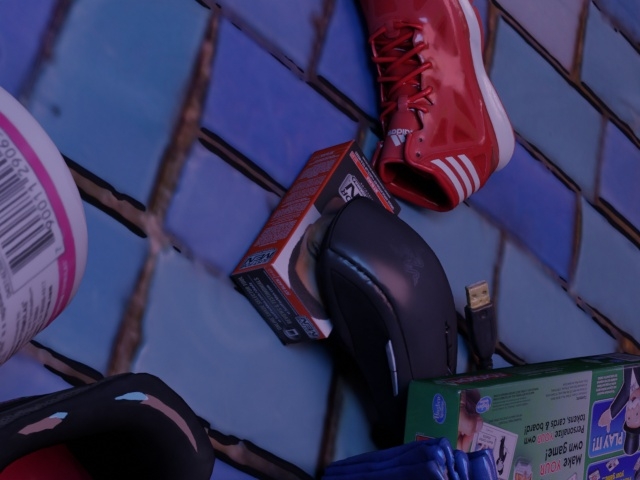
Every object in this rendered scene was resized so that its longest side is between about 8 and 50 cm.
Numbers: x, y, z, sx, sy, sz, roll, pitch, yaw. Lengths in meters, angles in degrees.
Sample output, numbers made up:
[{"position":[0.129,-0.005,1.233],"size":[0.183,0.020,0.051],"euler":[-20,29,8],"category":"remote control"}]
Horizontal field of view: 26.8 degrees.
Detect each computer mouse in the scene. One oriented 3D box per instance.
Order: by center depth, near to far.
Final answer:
[{"position":[0.092,0.066,0.988],"size":[0.184,0.060,0.262],"euler":[-47,126,-46],"category":"computer mouse"}]

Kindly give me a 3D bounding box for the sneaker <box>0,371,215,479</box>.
[{"position":[-0.178,0.203,0.519],"size":[0.185,0.202,0.483],"euler":[48,33,-17],"category":"sneaker"}]

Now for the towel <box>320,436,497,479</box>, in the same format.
[{"position":[0.061,0.292,0.806],"size":[0.040,0.243,0.336],"euler":[-3,79,-20],"category":"towel"}]

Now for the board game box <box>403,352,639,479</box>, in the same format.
[{"position":[0.165,0.201,1.017],"size":[0.317,0.046,0.214],"euler":[1,95,-52],"category":"board game box"}]

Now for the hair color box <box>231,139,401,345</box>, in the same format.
[{"position":[0.000,0.000,0.958],"size":[0.072,0.043,0.141],"euler":[54,46,-24],"category":"hair color box"}]

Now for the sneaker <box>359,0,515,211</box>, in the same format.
[{"position":[0.074,-0.123,1.047],"size":[0.221,0.087,0.128],"euler":[58,42,-16],"category":"sneaker"}]

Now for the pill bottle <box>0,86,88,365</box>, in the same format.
[{"position":[-0.247,0.043,0.584],"size":[0.283,0.160,0.160],"euler":[-45,112,-45],"category":"pill bottle"}]
